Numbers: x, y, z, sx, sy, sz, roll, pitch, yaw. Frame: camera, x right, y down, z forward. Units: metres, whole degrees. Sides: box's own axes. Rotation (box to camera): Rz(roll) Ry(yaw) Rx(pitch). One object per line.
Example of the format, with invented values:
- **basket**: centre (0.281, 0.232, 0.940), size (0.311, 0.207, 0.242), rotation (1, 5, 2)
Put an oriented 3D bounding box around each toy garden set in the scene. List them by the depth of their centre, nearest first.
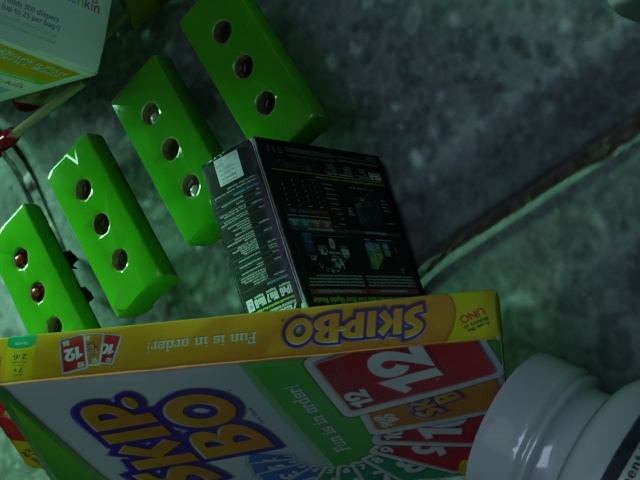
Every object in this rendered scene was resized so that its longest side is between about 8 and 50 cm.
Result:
- **toy garden set**: centre (-0.115, -0.067, 0.810), size (0.244, 0.049, 0.204), rotation (-43, 63, 26)

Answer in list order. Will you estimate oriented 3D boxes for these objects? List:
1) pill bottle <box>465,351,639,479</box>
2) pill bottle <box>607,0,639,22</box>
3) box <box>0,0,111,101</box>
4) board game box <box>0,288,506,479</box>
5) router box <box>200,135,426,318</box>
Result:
- **pill bottle**: centre (0.161, 0.124, 0.602), size (0.180, 0.108, 0.108), rotation (26, 100, 30)
- **pill bottle**: centre (0.193, -0.209, 0.593), size (0.124, 0.124, 0.221), rotation (4, 89, 30)
- **box**: centre (-0.223, -0.147, 0.799), size (0.203, 0.114, 0.103), rotation (-5, 72, 47)
- **board game box**: centre (-0.039, 0.083, 0.663), size (0.259, 0.124, 0.039), rotation (-4, 51, 8)
- **router box**: centre (0.000, 0.000, 0.695), size (0.038, 0.122, 0.092), rotation (-27, 73, 30)
